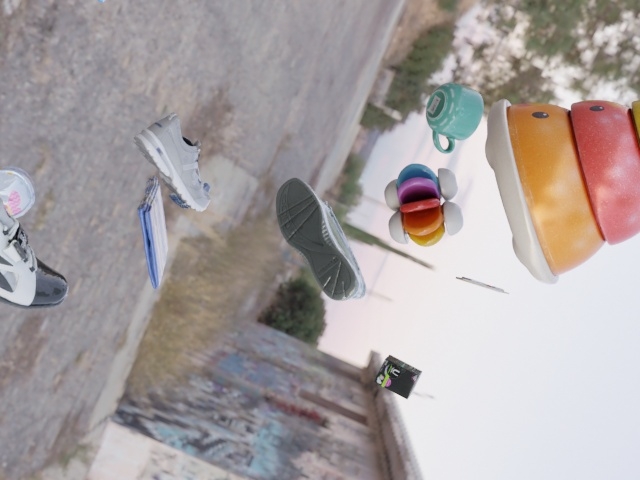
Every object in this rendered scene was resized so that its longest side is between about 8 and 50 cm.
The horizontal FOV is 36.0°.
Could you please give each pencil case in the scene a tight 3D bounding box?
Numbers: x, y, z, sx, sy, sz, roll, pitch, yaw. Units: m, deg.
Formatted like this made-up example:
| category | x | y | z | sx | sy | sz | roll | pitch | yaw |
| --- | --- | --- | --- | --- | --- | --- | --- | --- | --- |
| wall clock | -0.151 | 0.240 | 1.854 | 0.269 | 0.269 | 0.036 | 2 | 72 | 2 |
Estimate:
| category | x | y | z | sx | sy | sz | roll | pitch | yaw |
| --- | --- | --- | --- | --- | --- | --- | --- | --- | --- |
| pencil case | -0.726 | -0.115 | 2.283 | 0.113 | 0.124 | 0.273 | -67 | -161 | -1 |

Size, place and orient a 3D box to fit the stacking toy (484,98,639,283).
| category | x | y | z | sx | sy | sz | roll | pitch | yaw |
| --- | --- | --- | --- | --- | --- | --- | --- | --- | --- |
| stacking toy | 0.558 | -0.140 | 1.742 | 0.350 | 0.480 | 0.350 | -16 | 90 | -73 |

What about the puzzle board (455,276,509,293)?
| category | x | y | z | sx | sy | sz | roll | pitch | yaw |
| --- | --- | --- | --- | --- | --- | --- | --- | --- | --- |
| puzzle board | 0.421 | 0.115 | 2.562 | 0.096 | 0.128 | 0.011 | 161 | -54 | -87 |

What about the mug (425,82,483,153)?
| category | x | y | z | sx | sy | sz | roll | pitch | yaw |
| --- | --- | --- | --- | --- | --- | --- | --- | --- | --- |
| mug | 0.315 | -0.303 | 2.376 | 0.129 | 0.097 | 0.158 | -28 | -126 | 51 |

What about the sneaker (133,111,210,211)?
| category | x | y | z | sx | sy | sz | roll | pitch | yaw |
| --- | --- | --- | --- | --- | --- | --- | --- | --- | --- |
| sneaker | -0.293 | -0.164 | 2.148 | 0.115 | 0.105 | 0.281 | -44 | 148 | -10 |

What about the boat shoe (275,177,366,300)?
| category | x | y | z | sx | sy | sz | roll | pitch | yaw |
| --- | --- | --- | --- | --- | --- | --- | --- | --- | --- |
| boat shoe | 0.003 | 0.000 | 2.262 | 0.118 | 0.320 | 0.103 | -38 | 160 | 16 |

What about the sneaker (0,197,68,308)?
| category | x | y | z | sx | sy | sz | roll | pitch | yaw |
| --- | --- | --- | --- | --- | --- | --- | --- | --- | --- |
| sneaker | -0.542 | 0.009 | 1.653 | 0.146 | 0.330 | 0.122 | -51 | -137 | 11 |

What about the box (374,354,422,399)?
| category | x | y | z | sx | sy | sz | roll | pitch | yaw |
| --- | --- | --- | --- | --- | --- | --- | --- | --- | --- |
| box | 0.170 | 0.297 | 2.143 | 0.062 | 0.083 | 0.052 | -65 | 169 | 10 |

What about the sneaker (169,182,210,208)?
| category | x | y | z | sx | sy | sz | roll | pitch | yaw |
| --- | --- | --- | --- | --- | --- | --- | --- | --- | --- |
| sneaker | -0.313 | -0.114 | 2.394 | 0.135 | 0.052 | 0.058 | -1 | -132 | 45 |

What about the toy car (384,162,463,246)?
| category | x | y | z | sx | sy | sz | roll | pitch | yaw |
| --- | --- | --- | --- | --- | --- | --- | --- | --- | --- |
| toy car | 0.212 | -0.084 | 2.090 | 0.136 | 0.159 | 0.182 | 48 | 33 | -62 |

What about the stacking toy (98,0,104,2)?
| category | x | y | z | sx | sy | sz | roll | pitch | yaw |
| --- | --- | --- | --- | --- | --- | --- | --- | --- | --- |
| stacking toy | -0.274 | -0.532 | 1.808 | 0.166 | 0.302 | 0.175 | 109 | -18 | -74 |

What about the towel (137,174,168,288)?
| category | x | y | z | sx | sy | sz | roll | pitch | yaw |
| --- | --- | --- | --- | --- | --- | --- | --- | --- | --- |
| towel | -0.409 | -0.024 | 2.412 | 0.285 | 0.034 | 0.209 | -103 | -173 | -70 |
